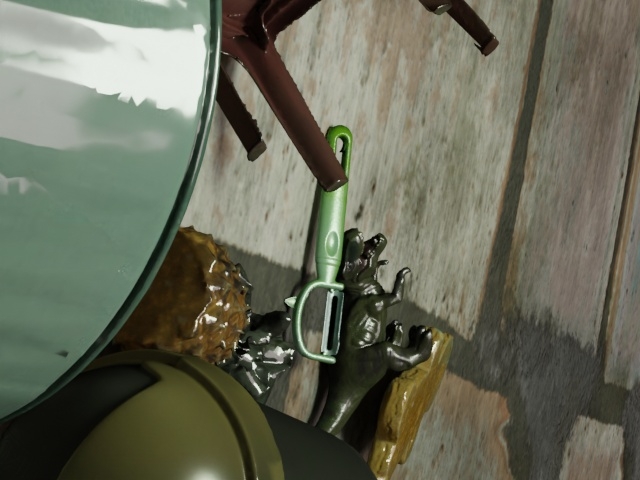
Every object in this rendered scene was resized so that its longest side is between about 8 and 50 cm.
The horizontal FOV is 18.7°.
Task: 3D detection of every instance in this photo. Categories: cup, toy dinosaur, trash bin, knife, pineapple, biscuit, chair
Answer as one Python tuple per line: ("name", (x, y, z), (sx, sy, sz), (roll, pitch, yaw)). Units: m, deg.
("cup", (-0.292, -0.112, 0.739), (0.392, 0.401, 0.310), (11, 111, -51))
("toy dinosaur", (0.006, 0.086, 1.762), (0.179, 0.087, 0.187), (-15, 97, -25))
("trash bin", (-0.097, 0.185, 1.314), (0.334, 0.214, 0.214), (22, 78, -62))
("knife", (0.000, 0.000, 1.707), (0.054, 0.015, 0.212), (10, 80, -21))
("pineapple", (-0.087, 0.071, 1.458), (0.111, 0.119, 0.237), (59, 4, 25))
("biscuit", (0.087, 0.157, 1.905), (0.234, 0.030, 0.153), (-52, 160, -61))
("chair", (-0.037, -0.228, 1.456), (0.326, 0.183, 0.175), (57, 15, 21))
